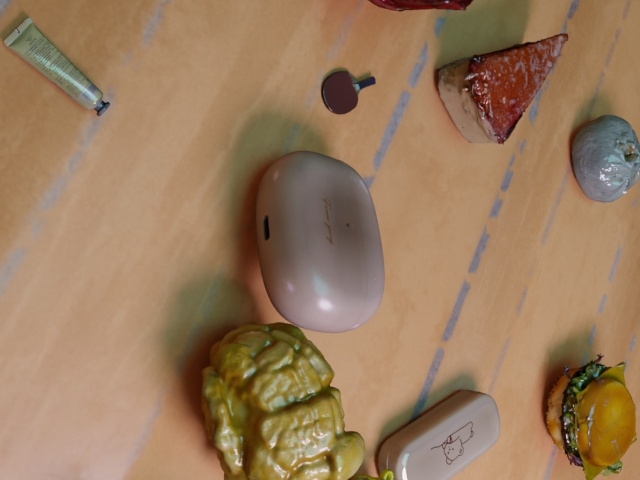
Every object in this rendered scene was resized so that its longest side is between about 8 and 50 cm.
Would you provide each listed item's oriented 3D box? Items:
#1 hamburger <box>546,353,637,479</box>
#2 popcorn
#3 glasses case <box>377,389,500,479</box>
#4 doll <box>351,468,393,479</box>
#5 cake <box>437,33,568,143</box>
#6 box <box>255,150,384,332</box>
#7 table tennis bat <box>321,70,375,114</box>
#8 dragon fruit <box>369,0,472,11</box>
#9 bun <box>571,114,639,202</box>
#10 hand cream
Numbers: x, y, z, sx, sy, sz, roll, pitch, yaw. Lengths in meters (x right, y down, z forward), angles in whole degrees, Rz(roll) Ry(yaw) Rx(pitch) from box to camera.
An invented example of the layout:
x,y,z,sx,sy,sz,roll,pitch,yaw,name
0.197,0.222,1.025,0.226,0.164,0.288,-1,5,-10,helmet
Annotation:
x,y,z,sx,sy,sz,roll,pitch,yaw,name
0.414,0.274,1.112,0.164,0.093,0.190,-11,96,-35,hamburger
-0.047,0.184,0.720,0.140,0.163,0.194,-12,104,-27,popcorn
0.159,0.265,0.946,0.196,0.050,0.083,-23,102,-34,glasses case
0.027,0.350,0.828,0.207,0.081,0.129,-50,126,-28,doll
0.241,-0.241,0.977,0.117,0.086,0.220,47,65,-30,cake
0.000,0.000,0.770,0.145,0.088,0.200,13,61,-37,box
0.035,-0.182,0.871,0.083,0.007,0.050,-27,106,-32,table tennis bat
0.082,-0.388,0.833,0.205,0.152,0.317,-18,93,-56,dragon fruit
0.468,-0.131,1.154,0.140,0.083,0.141,1,89,-40,bun
-0.236,-0.155,0.659,0.102,0.022,0.035,43,66,-24,hand cream
